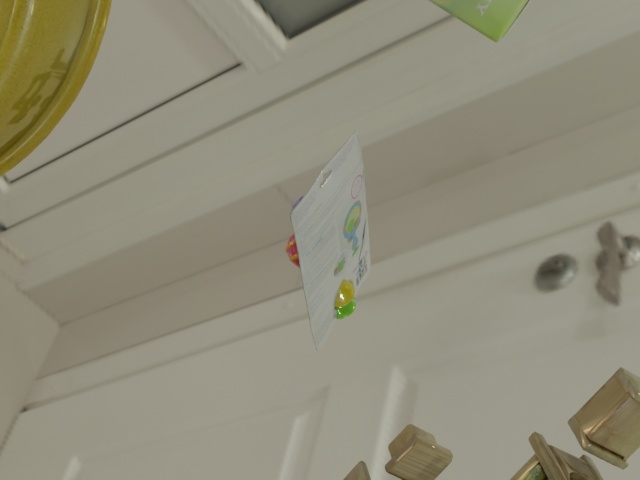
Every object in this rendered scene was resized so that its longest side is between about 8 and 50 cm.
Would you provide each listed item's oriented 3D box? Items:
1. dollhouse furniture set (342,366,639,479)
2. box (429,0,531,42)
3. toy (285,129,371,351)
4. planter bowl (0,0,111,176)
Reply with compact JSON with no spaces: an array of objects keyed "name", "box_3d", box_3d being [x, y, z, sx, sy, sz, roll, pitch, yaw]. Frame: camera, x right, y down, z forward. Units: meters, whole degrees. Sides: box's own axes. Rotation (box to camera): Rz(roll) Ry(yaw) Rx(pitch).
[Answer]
[{"name":"dollhouse furniture set","box_3d":[0.127,0.162,0.693,0.161,0.182,0.101,27,22,-27]},{"name":"box","box_3d":[0.009,-0.257,0.715,0.322,0.058,0.232,31,27,2]},{"name":"toy","box_3d":[0.000,0.000,1.201,0.137,0.056,0.237,-54,149,-32]},{"name":"planter bowl","box_3d":[-0.182,-0.098,0.342,0.217,0.217,0.090,60,13,-14]}]
